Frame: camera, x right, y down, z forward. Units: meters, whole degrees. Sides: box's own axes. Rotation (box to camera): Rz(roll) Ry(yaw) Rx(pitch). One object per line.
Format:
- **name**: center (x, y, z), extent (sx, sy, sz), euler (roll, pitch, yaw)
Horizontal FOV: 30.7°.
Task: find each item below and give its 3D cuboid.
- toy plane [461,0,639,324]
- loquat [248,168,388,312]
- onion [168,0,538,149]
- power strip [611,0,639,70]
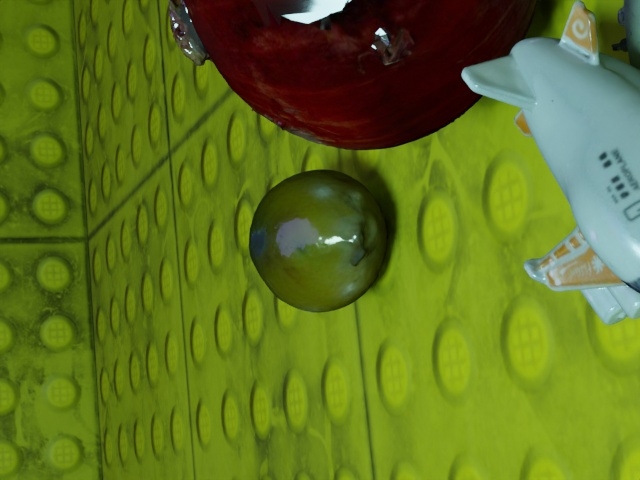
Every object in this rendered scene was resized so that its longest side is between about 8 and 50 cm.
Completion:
- **toy plane**: center (0.199, -0.045, 0.770), extent (0.244, 0.117, 0.245), euler (36, 134, 49)
- **loquat**: center (0.000, 0.000, 1.230), extent (0.195, 0.152, 0.152), euler (-9, 82, 58)
- **onion**: center (0.029, -0.234, 0.926), extent (0.341, 0.341, 0.341), euler (179, 90, -66)
- **power strip**: center (0.265, -0.152, 0.753), extent (0.227, 0.029, 0.080), euler (167, 99, -65)
